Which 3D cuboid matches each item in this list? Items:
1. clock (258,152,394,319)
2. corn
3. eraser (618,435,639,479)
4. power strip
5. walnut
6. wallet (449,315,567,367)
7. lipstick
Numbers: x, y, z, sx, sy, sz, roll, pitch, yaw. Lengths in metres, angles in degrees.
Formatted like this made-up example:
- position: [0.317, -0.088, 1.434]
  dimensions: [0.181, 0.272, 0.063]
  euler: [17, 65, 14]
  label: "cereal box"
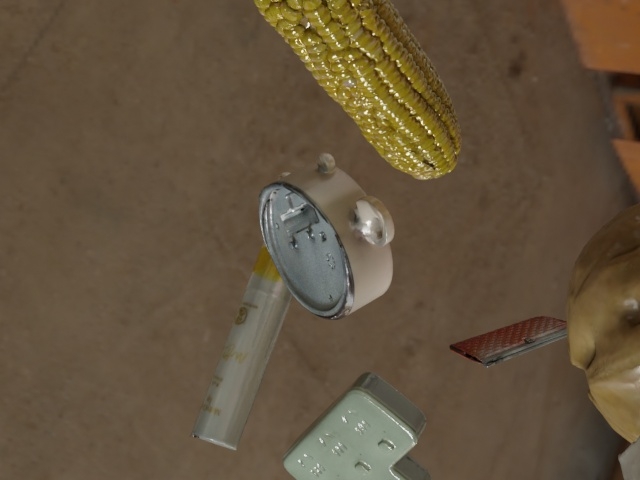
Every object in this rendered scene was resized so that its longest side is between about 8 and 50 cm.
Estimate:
- position: [0.000, 0.000, 1.342]
  dimensions: [0.063, 0.229, 0.156]
  euler: [-29, 95, -29]
  label: "clock"
- position: [0.042, -0.151, 1.181]
  dimensions: [0.292, 0.101, 0.101]
  euler: [51, 58, -43]
  label: "corn"
- position: [0.356, 0.143, 1.055]
  dimensions: [0.343, 0.144, 0.078]
  euler: [108, -22, -62]
  label: "eraser"
- position: [0.074, 0.321, 2.005]
  dimensions: [0.059, 0.193, 0.265]
  euler: [-52, 180, -44]
  label: "power strip"
- position: [0.497, 0.097, 1.714]
  dimensions: [0.383, 0.383, 0.384]
  euler: [-24, 120, -52]
  label: "walnut"
- position: [0.320, 0.163, 2.229]
  dimensions: [0.196, 0.103, 0.020]
  euler: [-17, 107, -27]
  label: "wallet"
- position: [-0.080, 0.116, 1.593]
  dimensions: [0.059, 0.059, 0.264]
  euler: [38, 68, -55]
  label: "lipstick"
